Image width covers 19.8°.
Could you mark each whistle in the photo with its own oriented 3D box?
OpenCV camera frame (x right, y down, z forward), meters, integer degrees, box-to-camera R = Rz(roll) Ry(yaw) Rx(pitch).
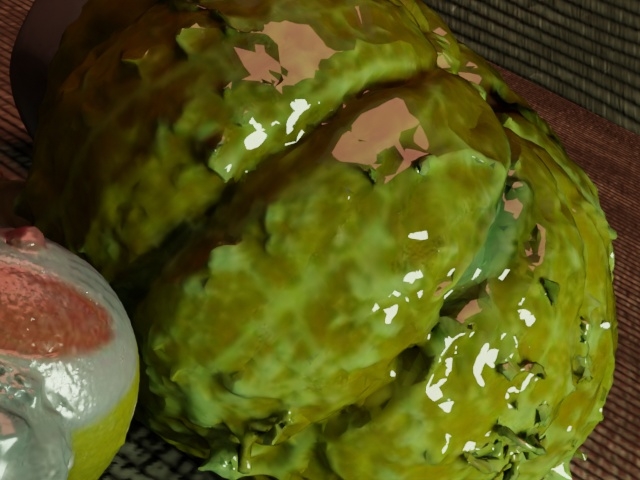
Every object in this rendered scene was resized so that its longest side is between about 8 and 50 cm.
[{"bbox_3d":[-0.120,0.067,0.647,0.123,0.123,0.223,18,28,-18],"label":"whistle"}]

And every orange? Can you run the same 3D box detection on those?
[{"bbox_3d":[0.000,0.000,0.836,0.301,0.223,0.300,38,22,-25],"label":"orange"}]

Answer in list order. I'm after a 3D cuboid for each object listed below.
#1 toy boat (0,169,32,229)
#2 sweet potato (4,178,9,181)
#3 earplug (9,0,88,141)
[{"bbox_3d":[-0.161,0.010,0.878,0.185,0.071,0.089,-3,70,-61],"label":"toy boat"},{"bbox_3d":[-0.244,-0.035,0.946,0.081,0.062,0.233,47,17,15],"label":"sweet potato"},{"bbox_3d":[-0.059,-0.093,1.271,0.325,0.175,0.214,22,-13,-32],"label":"earplug"}]
